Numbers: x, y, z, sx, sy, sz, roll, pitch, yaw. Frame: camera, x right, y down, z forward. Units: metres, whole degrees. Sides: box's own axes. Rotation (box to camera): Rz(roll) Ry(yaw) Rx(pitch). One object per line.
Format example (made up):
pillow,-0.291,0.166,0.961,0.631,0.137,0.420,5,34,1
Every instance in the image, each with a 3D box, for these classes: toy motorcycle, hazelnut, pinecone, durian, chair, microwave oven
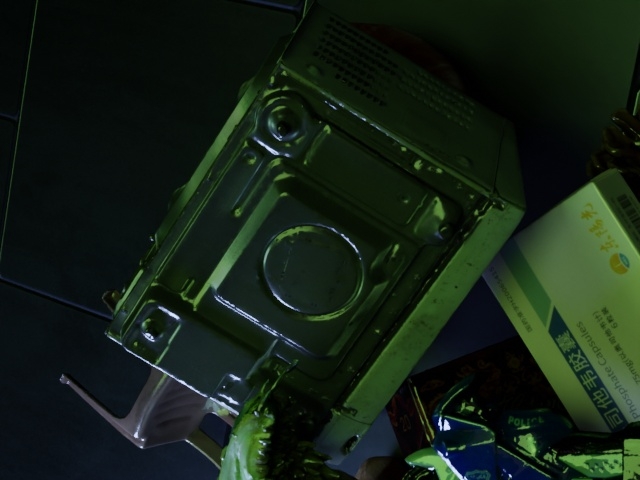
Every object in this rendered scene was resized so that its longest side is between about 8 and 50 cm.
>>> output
toy motorcycle,0.236,0.235,1.704,0.331,0.125,0.196,-1,92,23
hazelnut,0.081,0.321,2.111,0.086,0.086,0.086,2,93,35
pinecone,0.381,-0.066,1.820,0.185,0.168,0.212,1,106,21
durian,-0.053,0.281,1.771,0.132,0.106,0.375,14,114,23
chair,-0.165,0.224,2.214,0.326,0.183,0.176,41,115,28
microwave oven,0.000,0.000,1.802,0.333,0.247,0.394,30,116,-7

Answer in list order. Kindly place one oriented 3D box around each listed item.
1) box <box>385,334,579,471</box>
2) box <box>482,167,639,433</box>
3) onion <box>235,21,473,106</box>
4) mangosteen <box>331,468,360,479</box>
box,0.266,0.311,1.858,0.415,0.264,0.116,68,161,11
box,0.332,0.116,1.765,0.200,0.065,0.343,-38,81,43
onion,0.019,-0.112,2.005,0.347,0.285,0.348,-7,74,24
mangosteen,0.067,0.443,1.974,0.330,0.330,0.330,2,93,35
